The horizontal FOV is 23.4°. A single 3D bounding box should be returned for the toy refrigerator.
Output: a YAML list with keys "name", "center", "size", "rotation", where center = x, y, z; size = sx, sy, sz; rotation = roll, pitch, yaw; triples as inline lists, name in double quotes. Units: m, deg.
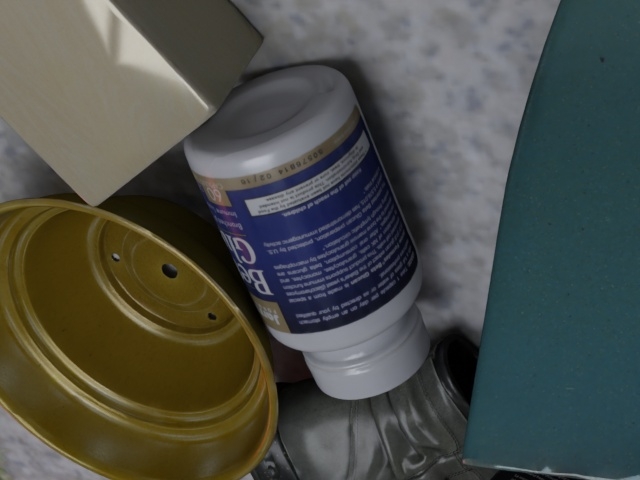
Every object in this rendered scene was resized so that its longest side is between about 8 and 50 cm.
- name: "toy refrigerator"
  center: [-0.163, -0.157, 0.786]
  size: [0.102, 0.094, 0.269]
  rotation: [-35, 107, 33]

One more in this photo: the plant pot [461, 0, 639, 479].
- name: "plant pot"
  center: [0.169, -0.015, 0.645]
  size: [0.165, 0.165, 0.234]
  rotation: [3, 85, 23]

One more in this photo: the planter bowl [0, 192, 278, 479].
- name: "planter bowl"
  center: [-0.107, 0.040, 0.914]
  size: [0.217, 0.090, 0.217]
  rotation: [15, 132, 17]

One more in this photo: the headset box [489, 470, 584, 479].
- name: "headset box"
  center: [0.162, 0.209, 0.805]
  size: [0.131, 0.283, 0.246]
  rotation: [24, 134, 31]

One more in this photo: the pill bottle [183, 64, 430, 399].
- name: "pill bottle"
  center: [0.000, 0.000, 0.830]
  size: [0.094, 0.094, 0.169]
  rotation: [-6, 123, 29]

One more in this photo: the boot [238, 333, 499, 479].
- name: "boot"
  center: [0.066, 0.173, 0.953]
  size: [0.161, 0.083, 0.246]
  rotation: [-12, 121, 26]
